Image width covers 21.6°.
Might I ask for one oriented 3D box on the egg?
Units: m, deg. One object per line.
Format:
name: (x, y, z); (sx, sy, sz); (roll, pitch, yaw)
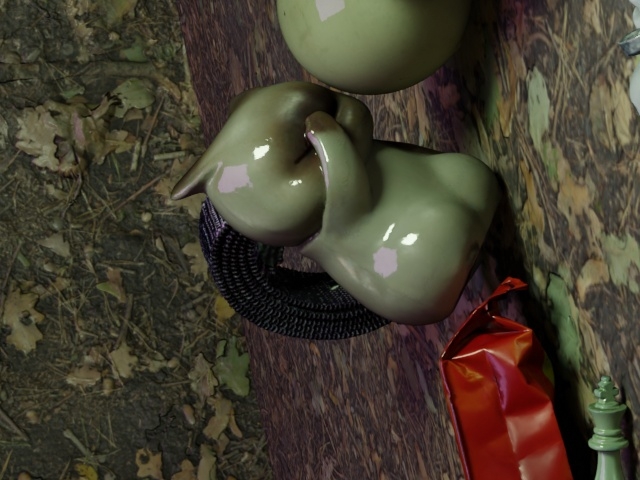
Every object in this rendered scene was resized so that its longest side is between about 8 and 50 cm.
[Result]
egg: (0.061, -0.273, 1.882); (0.269, 0.219, 0.219); (175, 83, -72)

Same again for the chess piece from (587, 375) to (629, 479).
chess piece: (0.292, 0.210, 1.706); (0.059, 0.059, 0.149); (-152, 56, -73)

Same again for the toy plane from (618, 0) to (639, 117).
toy plane: (0.309, -0.111, 1.235); (0.245, 0.117, 0.245); (58, 172, 13)

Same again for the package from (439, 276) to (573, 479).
package: (0.218, 0.253, 1.830); (0.196, 0.123, 0.424); (67, -170, -80)

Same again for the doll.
doll: (0.044, -0.045, 1.917); (0.226, 0.370, 0.215); (-42, 17, 57)

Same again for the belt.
belt: (0.000, 0.000, 2.173); (0.260, 0.325, 0.122); (-66, 27, 26)
